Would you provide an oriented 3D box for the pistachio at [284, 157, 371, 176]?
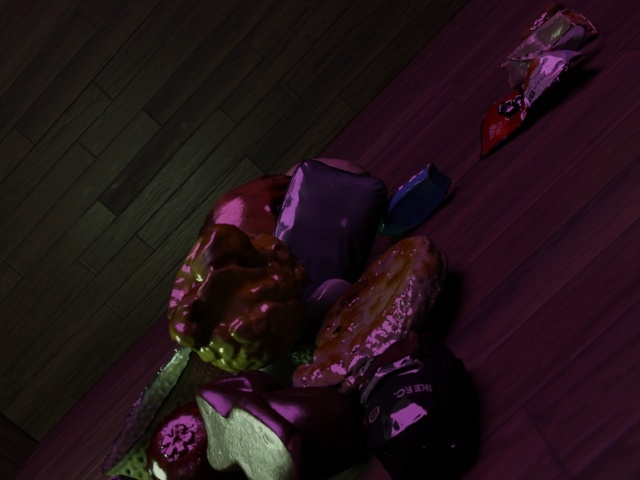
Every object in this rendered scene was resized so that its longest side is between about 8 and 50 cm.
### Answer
[{"bbox_3d":[0.002,-0.114,1.846,0.226,0.207,0.332,1,-16,-40],"label":"pistachio"}]

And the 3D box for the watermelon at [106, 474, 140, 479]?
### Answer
[{"bbox_3d":[-0.209,0.471,0.752,0.292,0.319,0.222,-41,-23,-2],"label":"watermelon"}]

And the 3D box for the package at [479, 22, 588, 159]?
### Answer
[{"bbox_3d":[0.393,-0.278,1.308,0.269,0.071,0.194,-54,1,43],"label":"package"}]

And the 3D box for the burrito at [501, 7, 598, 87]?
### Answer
[{"bbox_3d":[0.454,-0.390,1.433,0.060,0.087,0.226,-9,-16,-33],"label":"burrito"}]

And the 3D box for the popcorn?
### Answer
[{"bbox_3d":[-0.138,0.093,1.101,0.206,0.237,0.251,-18,-9,33],"label":"popcorn"}]

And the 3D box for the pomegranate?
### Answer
[{"bbox_3d":[-0.100,0.013,1.484,0.322,0.322,0.322,-44,12,12],"label":"pomegranate"}]

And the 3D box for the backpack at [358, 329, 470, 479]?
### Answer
[{"bbox_3d":[0.096,0.170,0.736,0.120,0.106,0.165,-40,10,12],"label":"backpack"}]

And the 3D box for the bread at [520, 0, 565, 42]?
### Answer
[{"bbox_3d":[0.506,-0.482,1.581,0.113,0.060,0.082,-44,11,21],"label":"bread"}]

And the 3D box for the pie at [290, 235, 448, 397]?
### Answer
[{"bbox_3d":[0.069,0.112,1.025,0.302,0.067,0.302,-44,12,12],"label":"pie"}]

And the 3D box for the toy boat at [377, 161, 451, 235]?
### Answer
[{"bbox_3d":[0.170,-0.071,1.357,0.185,0.075,0.077,-46,13,28],"label":"toy boat"}]

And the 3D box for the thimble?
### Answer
[{"bbox_3d":[-0.255,0.334,1.270,0.271,0.150,0.271,-49,13,15],"label":"thimble"}]

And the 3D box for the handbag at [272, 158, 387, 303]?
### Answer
[{"bbox_3d":[-0.001,0.002,1.308,0.075,0.192,0.332,94,-165,-66],"label":"handbag"}]

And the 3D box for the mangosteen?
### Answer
[{"bbox_3d":[-0.177,0.336,1.062,0.156,0.181,0.146,13,44,26],"label":"mangosteen"}]

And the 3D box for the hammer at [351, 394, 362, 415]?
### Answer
[{"bbox_3d":[0.058,0.199,0.990,0.065,0.021,0.178,-40,14,25],"label":"hammer"}]

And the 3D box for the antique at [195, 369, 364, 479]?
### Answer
[{"bbox_3d":[-0.056,0.233,0.904,0.143,0.121,0.257,-17,10,-39],"label":"antique"}]

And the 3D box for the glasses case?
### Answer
[{"bbox_3d":[-0.016,0.167,1.182,0.233,0.092,0.059,-49,19,-15],"label":"glasses case"}]

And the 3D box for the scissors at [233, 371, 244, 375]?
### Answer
[{"bbox_3d":[-0.163,0.320,1.376,0.109,0.022,0.300,-48,11,15],"label":"scissors"}]
